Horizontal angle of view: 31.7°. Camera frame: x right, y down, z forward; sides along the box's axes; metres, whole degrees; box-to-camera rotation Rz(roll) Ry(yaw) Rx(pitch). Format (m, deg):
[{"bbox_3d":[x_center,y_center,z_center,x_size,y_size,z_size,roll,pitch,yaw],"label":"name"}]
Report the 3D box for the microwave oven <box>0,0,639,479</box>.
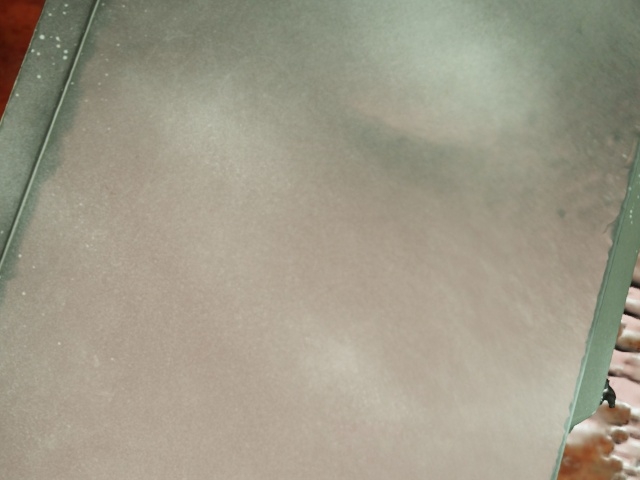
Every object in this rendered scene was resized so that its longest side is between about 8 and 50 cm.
[{"bbox_3d":[0.000,0.000,0.645,0.374,0.236,0.432,17,80,4],"label":"microwave oven"}]
